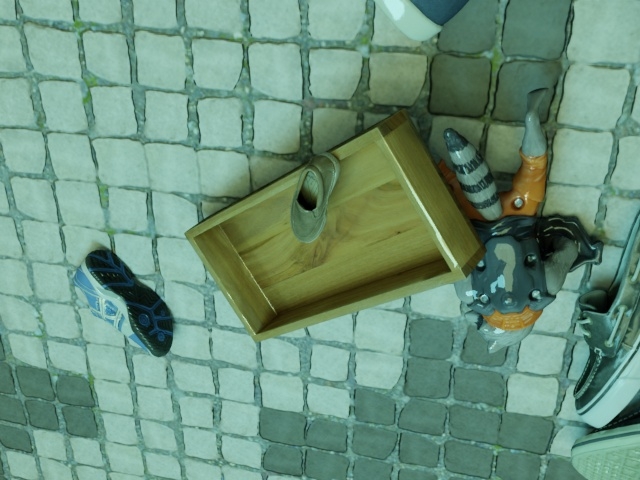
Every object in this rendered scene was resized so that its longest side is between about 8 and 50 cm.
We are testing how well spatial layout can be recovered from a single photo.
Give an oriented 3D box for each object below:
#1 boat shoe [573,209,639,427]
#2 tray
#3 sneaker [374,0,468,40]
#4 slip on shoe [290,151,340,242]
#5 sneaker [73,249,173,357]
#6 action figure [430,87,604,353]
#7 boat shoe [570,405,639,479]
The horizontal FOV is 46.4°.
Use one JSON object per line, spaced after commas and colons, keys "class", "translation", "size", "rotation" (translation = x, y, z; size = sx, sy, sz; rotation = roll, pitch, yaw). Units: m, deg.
{"class": "boat shoe", "translation": [0.415, 0.103, 1.034], "size": [0.119, 0.121, 0.335], "rotation": [23, 113, 10]}
{"class": "tray", "translation": [0.000, 0.000, 1.010], "size": [0.411, 0.076, 0.203], "rotation": [-23, 103, 45]}
{"class": "sneaker", "translation": [0.053, -0.385, 0.811], "size": [0.350, 0.131, 0.148], "rotation": [36, 122, -28]}
{"class": "slip on shoe", "translation": [-0.014, -0.046, 0.907], "size": [0.051, 0.041, 0.135], "rotation": [37, 134, 13]}
{"class": "sneaker", "translation": [-0.329, 0.112, 1.255], "size": [0.081, 0.080, 0.211], "rotation": [-33, 98, 35]}
{"class": "action figure", "translation": [0.189, 0.000, 0.989], "size": [0.341, 0.178, 0.330], "rotation": [-14, 105, 19]}
{"class": "boat shoe", "translation": [0.583, 0.250, 1.046], "size": [0.187, 0.156, 0.500], "rotation": [40, 133, -16]}
